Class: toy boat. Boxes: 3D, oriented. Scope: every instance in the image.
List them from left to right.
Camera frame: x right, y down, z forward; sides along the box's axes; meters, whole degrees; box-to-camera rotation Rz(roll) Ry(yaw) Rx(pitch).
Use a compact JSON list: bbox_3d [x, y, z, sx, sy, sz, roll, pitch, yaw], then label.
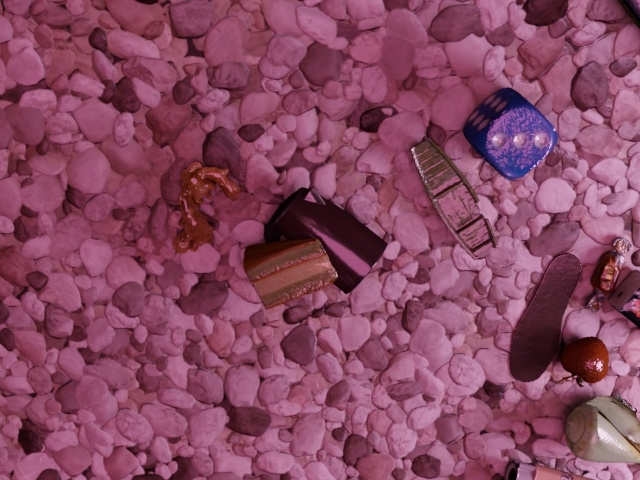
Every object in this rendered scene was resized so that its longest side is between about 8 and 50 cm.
[{"bbox_3d":[0.286,-0.096,1.785,0.093,0.055,0.293,-31,105,9],"label":"toy boat"}]

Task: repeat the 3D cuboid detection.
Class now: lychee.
[{"bbox_3d":[0.590,0.279,1.871,0.140,0.101,0.114,-43,112,11],"label":"lychee"}]

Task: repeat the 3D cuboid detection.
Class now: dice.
[{"bbox_3d":[0.391,-0.219,1.706,0.146,0.143,0.146,41,101,-15],"label":"dice"}]

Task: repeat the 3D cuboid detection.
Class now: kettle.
[{"bbox_3d":[0.000,0.000,1.783,0.232,0.144,0.202,40,132,-3],"label":"kettle"}]

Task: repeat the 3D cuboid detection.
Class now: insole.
[{"bbox_3d":[0.514,0.181,1.892,0.111,0.007,0.328,16,105,-6],"label":"insole"}]

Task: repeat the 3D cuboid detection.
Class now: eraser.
[{"bbox_3d":[0.579,0.632,1.982,0.290,0.087,0.171,16,104,-6],"label":"eraser"}]

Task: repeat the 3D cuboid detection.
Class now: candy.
[{"bbox_3d":[0.643,0.080,1.843,0.053,0.046,0.182,18,103,-8],"label":"candy"}]

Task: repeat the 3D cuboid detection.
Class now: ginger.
[{"bbox_3d":[-0.264,-0.077,1.789,0.193,0.052,0.176,-29,105,0],"label":"ginger"}]

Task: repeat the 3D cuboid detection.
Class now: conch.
[{"bbox_3d":[0.680,0.441,1.913,0.250,0.143,0.137,3,149,-14],"label":"conch"}]

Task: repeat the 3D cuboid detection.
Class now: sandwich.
[{"bbox_3d":[-0.064,0.048,1.764,0.187,0.144,0.117,-23,111,12],"label":"sandwich"}]

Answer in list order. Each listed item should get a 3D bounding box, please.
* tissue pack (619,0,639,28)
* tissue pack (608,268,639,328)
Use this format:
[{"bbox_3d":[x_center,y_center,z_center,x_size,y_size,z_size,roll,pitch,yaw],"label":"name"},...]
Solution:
[{"bbox_3d":[0.733,-0.535,1.618,0.288,0.124,0.394,-39,103,18],"label":"tissue pack"},{"bbox_3d":[0.747,0.159,1.844,0.170,0.090,0.103,36,100,-11],"label":"tissue pack"}]
